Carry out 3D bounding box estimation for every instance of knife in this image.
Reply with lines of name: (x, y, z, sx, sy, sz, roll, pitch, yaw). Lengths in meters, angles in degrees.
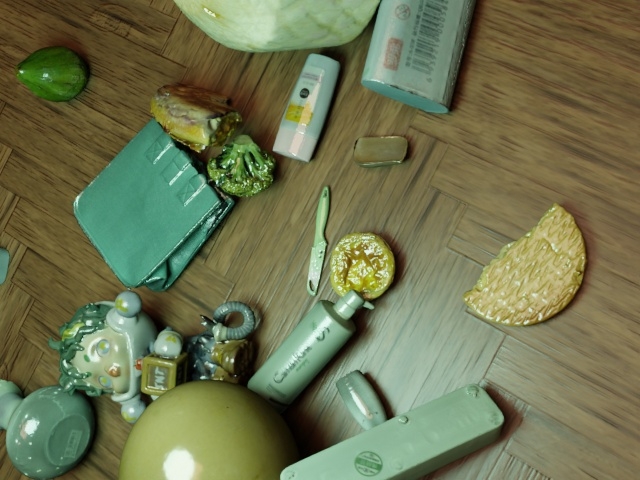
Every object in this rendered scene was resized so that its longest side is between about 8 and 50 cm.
knife: (0.000, 0.000, 1.543, 0.030, 0.014, 0.207, 7, 85, 24)

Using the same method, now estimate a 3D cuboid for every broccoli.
broccoli: (-0.145, -0.141, 1.570, 0.131, 0.120, 0.130, -19, 49, -20)

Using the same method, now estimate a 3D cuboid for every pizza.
pizza: (-0.243, -0.236, 1.594, 0.305, 0.161, 0.086, -130, 49, -60)

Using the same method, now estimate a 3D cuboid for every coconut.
coconut: (-0.066, -0.513, 1.477, 0.415, 0.415, 0.345, 8, 114, 24)

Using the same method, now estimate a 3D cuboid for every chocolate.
chocolate: (0.111, -0.159, 1.513, 0.100, 0.031, 0.065, -3, 62, 19)

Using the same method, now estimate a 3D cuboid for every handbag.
handbag: (-0.327, -0.062, 1.651, 0.274, 0.100, 0.269, -49, 63, 7)

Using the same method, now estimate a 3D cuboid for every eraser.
eraser: (0.176, -0.355, 1.458, 0.081, 0.174, 0.227, 3, 78, 66)

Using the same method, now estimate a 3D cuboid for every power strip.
power strip: (0.105, 0.337, 1.293, 0.385, 0.062, 0.091, -20, 46, -18)

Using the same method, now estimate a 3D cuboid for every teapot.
teapot: (-0.574, 0.356, 1.648, 0.250, 0.183, 0.184, 12, 86, 36)

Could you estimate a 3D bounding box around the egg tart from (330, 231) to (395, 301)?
egg tart: (0.074, 0.048, 1.481, 0.130, 0.052, 0.130, -3, 81, 22)

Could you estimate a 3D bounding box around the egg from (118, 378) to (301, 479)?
egg: (-0.176, 0.410, 1.379, 0.301, 0.301, 0.374, 6, 124, 24)

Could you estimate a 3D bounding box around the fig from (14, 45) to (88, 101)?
fig: (-0.581, -0.361, 1.776, 0.123, 0.156, 0.123, -3, 84, 27)

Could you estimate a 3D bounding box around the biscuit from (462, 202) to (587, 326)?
biscuit: (0.353, 0.057, 1.371, 0.144, 0.033, 0.224, 44, 99, 21)

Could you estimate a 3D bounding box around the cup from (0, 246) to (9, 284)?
cup: (-0.763, 0.047, 1.794, 0.128, 0.129, 0.095, 3, 81, 24)

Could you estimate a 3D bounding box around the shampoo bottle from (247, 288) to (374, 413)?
shampoo bottle: (-0.018, 0.187, 1.462, 0.085, 0.085, 0.262, 47, 106, 23)

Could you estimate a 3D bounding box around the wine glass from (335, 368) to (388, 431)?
wine glass: (0.097, 0.315, 1.421, 0.066, 0.066, 0.198, -38, 66, 13)

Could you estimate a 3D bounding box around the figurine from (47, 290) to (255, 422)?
figurine: (-0.323, 0.222, 1.552, 0.381, 0.186, 0.261, 8, 95, 18)

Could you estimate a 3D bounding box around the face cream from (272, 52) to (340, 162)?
face cream: (-0.025, -0.250, 1.572, 0.084, 0.057, 0.198, 18, 88, 25)
